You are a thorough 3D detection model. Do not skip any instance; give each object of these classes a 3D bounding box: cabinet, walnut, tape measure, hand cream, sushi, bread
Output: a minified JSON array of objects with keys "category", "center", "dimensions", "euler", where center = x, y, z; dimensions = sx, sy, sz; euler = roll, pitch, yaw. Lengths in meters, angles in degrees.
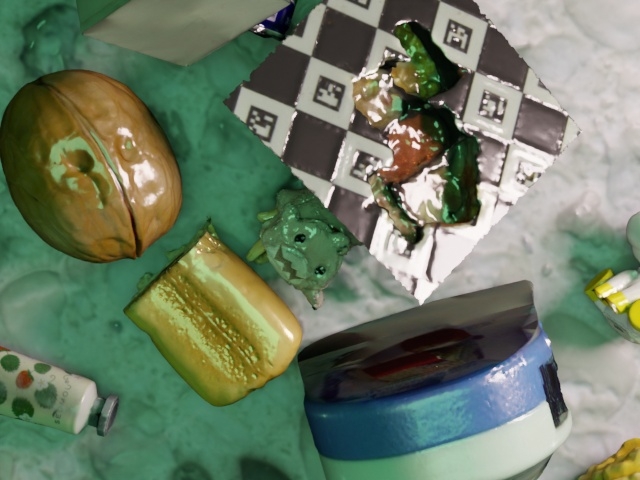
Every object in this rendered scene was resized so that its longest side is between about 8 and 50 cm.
[{"category":"cabinet","center":[-0.143,-0.303,1.377],"dimensions":[0.150,0.145,0.206],"euler":[-26,67,34]},{"category":"walnut","center":[-0.232,-0.073,1.450],"dimensions":[0.167,0.167,0.207],"euler":[-29,96,3]},{"category":"tape measure","center":[0.119,0.166,1.426],"dimensions":[0.259,0.262,0.138],"euler":[-18,105,3]},{"category":"hand cream","center":[-0.349,0.145,1.522],"dimensions":[0.276,0.059,0.095],"euler":[17,93,4]},{"category":"sushi","center":[0.079,-0.126,1.463],"dimensions":[0.292,0.059,0.294],"euler":[47,67,-7]},{"category":"bread","center":[-0.108,0.080,1.495],"dimensions":[0.134,0.085,0.173],"euler":[-41,92,13]}]

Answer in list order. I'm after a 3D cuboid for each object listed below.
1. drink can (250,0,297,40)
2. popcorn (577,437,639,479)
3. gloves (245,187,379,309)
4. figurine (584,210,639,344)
[{"category":"drink can","center":[-0.046,-0.325,1.457],"dimensions":[0.097,0.097,0.235],"euler":[16,95,-1]},{"category":"popcorn","center":[0.346,0.284,1.480],"dimensions":[0.180,0.170,0.180],"euler":[-11,59,20]},{"category":"gloves","center":[-0.001,-0.009,1.489],"dimensions":[0.110,0.094,0.144],"euler":[44,86,-14]},{"category":"figurine","center":[0.359,0.025,1.494],"dimensions":[0.130,0.109,0.178],"euler":[22,95,-28]}]
